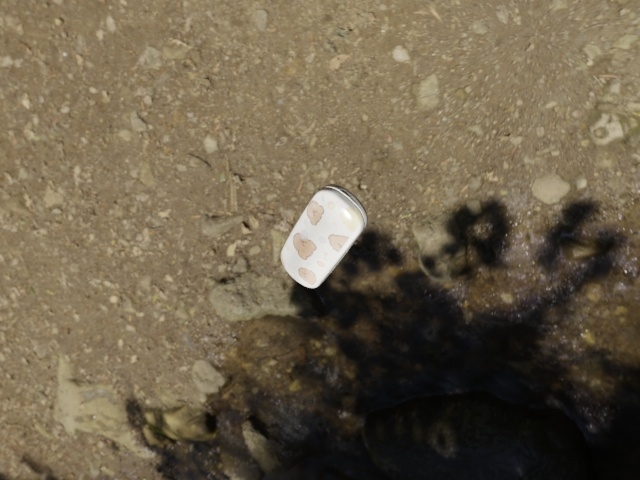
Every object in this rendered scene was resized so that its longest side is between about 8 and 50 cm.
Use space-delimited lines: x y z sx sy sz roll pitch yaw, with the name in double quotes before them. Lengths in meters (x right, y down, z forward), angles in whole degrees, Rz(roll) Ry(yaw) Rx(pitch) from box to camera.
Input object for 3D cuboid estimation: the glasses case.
"glasses case" 0.000 0.000 0.575 0.063 0.041 0.164 43 142 6
